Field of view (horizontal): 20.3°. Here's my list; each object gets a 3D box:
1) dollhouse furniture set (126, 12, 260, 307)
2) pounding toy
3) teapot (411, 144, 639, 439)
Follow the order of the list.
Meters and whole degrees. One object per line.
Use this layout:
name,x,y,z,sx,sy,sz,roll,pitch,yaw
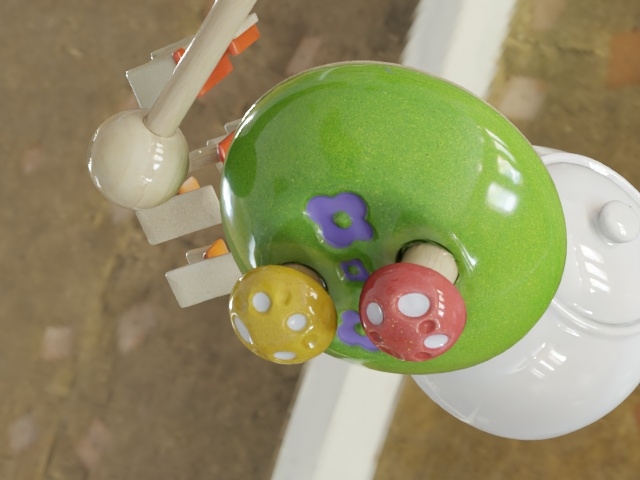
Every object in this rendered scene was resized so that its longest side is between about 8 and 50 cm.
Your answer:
dollhouse furniture set,-0.087,-0.093,1.892,0.135,0.262,0.259,-17,-74,25
pounding toy,0.000,0.000,0.873,0.183,0.237,0.110,-45,-170,40
teapot,0.184,0.024,1.383,0.187,0.256,0.252,-39,-103,49
